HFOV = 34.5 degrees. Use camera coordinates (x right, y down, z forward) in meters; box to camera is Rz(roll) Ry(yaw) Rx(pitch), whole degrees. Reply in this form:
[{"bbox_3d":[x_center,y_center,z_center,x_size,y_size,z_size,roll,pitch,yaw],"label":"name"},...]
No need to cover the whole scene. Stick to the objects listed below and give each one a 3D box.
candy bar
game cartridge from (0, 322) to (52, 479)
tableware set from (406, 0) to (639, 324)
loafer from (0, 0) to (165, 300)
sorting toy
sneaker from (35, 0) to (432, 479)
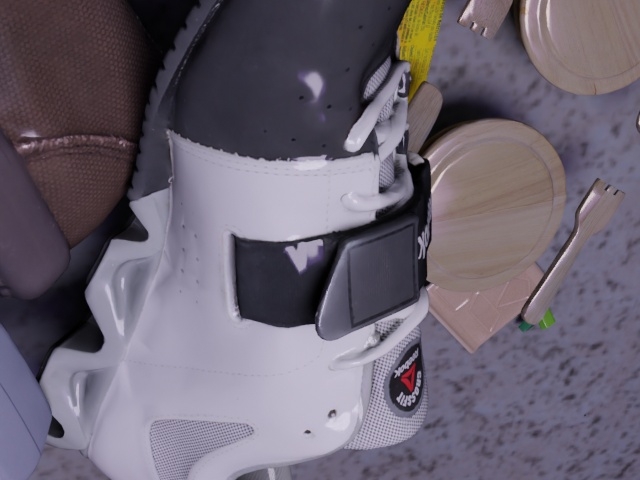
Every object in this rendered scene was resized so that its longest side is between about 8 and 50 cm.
[{"bbox_3d":[0.038,-0.096,0.467,0.040,0.018,0.162,-7,124,-28],"label":"candy bar"},{"bbox_3d":[-0.239,0.007,0.358,0.196,0.060,0.294,-18,130,22],"label":"game cartridge"},{"bbox_3d":[0.099,-0.066,0.488,0.128,0.039,0.194,25,101,-27],"label":"tableware set"},{"bbox_3d":[-0.139,-0.146,0.320,0.130,0.133,0.366,-42,142,-25],"label":"loafer"},{"bbox_3d":[0.099,0.034,0.579,0.062,0.012,0.083,-43,123,3],"label":"sorting toy"},{"bbox_3d":[0.000,0.000,0.404,0.146,0.122,0.331,34,129,8],"label":"sneaker"}]
